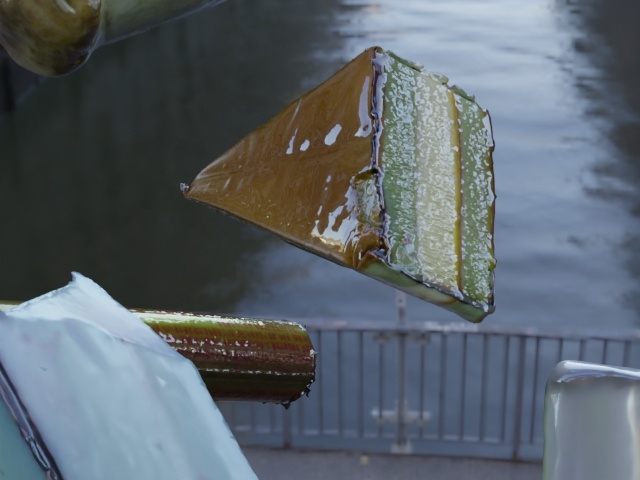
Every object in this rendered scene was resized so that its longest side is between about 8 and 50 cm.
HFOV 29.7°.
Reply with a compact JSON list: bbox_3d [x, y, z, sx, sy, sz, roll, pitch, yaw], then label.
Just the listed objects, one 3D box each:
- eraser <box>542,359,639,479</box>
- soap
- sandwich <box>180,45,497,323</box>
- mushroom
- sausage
[{"bbox_3d":[0.167,0.186,0.395,0.210,0.274,0.092,12,-14,-31],"label":"eraser"},{"bbox_3d":[-0.082,0.139,0.425,0.230,0.145,0.091,53,24,11],"label":"soap"},{"bbox_3d":[0.000,0.000,0.575,0.079,0.163,0.113,24,54,-33],"label":"sandwich"},{"bbox_3d":[-0.083,-0.204,0.837,0.333,0.087,0.107,-31,5,-38],"label":"mushroom"},{"bbox_3d":[-0.158,0.085,0.899,0.372,0.082,0.082,9,11,-46],"label":"sausage"}]
